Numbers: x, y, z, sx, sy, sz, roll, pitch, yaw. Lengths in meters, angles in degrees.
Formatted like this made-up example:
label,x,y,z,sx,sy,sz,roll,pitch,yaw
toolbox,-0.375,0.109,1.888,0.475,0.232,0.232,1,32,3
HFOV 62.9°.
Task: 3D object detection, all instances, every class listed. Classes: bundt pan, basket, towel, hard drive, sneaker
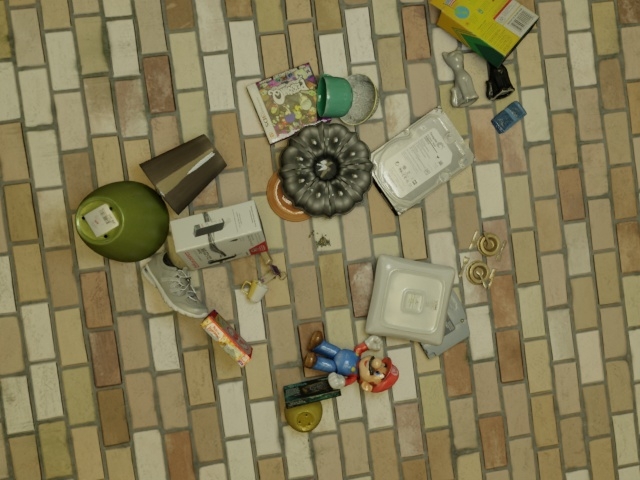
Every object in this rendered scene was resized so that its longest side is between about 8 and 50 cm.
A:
label,x,y,z,sx,sy,sz,roll,pitch,yaw
bundt pan,0.018,-0.235,1.703,0.330,0.124,0.331,0,91,0
basket,-0.432,-0.229,1.702,0.227,0.154,0.204,-36,95,-7
towel,0.667,-0.437,1.853,0.119,0.029,0.067,-39,93,-3
hard drive,0.337,-0.275,1.810,0.339,0.064,0.237,-35,94,-4
sneaker,-0.459,0.141,1.686,0.281,0.105,0.115,40,96,14

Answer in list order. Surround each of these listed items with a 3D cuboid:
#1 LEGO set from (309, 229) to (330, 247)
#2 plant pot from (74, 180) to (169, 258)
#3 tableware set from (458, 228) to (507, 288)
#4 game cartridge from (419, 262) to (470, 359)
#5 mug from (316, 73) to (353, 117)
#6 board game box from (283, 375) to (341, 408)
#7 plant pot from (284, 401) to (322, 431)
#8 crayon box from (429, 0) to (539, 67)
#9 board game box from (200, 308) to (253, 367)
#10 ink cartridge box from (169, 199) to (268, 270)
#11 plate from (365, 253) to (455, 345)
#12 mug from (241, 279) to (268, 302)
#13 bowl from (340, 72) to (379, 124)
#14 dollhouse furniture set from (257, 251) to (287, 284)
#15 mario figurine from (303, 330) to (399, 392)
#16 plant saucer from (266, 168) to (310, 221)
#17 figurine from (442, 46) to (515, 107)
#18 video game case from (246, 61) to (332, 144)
label,x,y,z,sx,sy,sz,roll,pitch,yaw
LEGO set,0.001,-0.003,1.808,0.054,0.023,0.083,-39,81,-5
plant pot,-0.633,-0.061,1.611,0.274,0.293,0.275,0,91,-5
tableware set,0.581,0.065,1.849,0.128,0.039,0.194,21,89,-5
game cartridge,0.388,0.240,1.830,0.198,0.062,0.297,-31,93,-8
mug,0.050,-0.481,1.711,0.097,0.129,0.158,-1,88,-15
board game box,-0.030,0.506,1.759,0.186,0.126,0.026,-12,100,-4
plant pot,-0.054,0.595,1.774,0.134,0.095,0.134,0,92,-6
crayon box,0.546,-0.762,1.777,0.318,0.081,0.202,40,80,8
board game box,-0.306,0.320,1.721,0.045,0.147,0.193,-43,95,-3
ink cartridge box,-0.320,-0.013,1.677,0.272,0.197,0.114,-14,70,-4
plate,0.310,0.205,1.775,0.278,0.045,0.277,11,90,-6
mug,-0.223,0.173,1.775,0.078,0.062,0.064,32,98,25
bowl,0.141,-0.471,1.765,0.080,0.170,0.170,-5,92,-49
dollhouse furniture set,-0.186,0.093,1.786,0.081,0.091,0.114,-36,66,15
mario figurine,0.116,0.400,1.751,0.320,0.170,0.198,19,87,-4
plant saucer,-0.084,-0.164,1.787,0.200,0.037,0.200,0,92,-5
figurine,0.541,-0.587,1.819,0.214,0.092,0.209,-13,84,-5
video game case,-0.106,-0.464,1.777,0.232,0.042,0.210,-22,94,-5
